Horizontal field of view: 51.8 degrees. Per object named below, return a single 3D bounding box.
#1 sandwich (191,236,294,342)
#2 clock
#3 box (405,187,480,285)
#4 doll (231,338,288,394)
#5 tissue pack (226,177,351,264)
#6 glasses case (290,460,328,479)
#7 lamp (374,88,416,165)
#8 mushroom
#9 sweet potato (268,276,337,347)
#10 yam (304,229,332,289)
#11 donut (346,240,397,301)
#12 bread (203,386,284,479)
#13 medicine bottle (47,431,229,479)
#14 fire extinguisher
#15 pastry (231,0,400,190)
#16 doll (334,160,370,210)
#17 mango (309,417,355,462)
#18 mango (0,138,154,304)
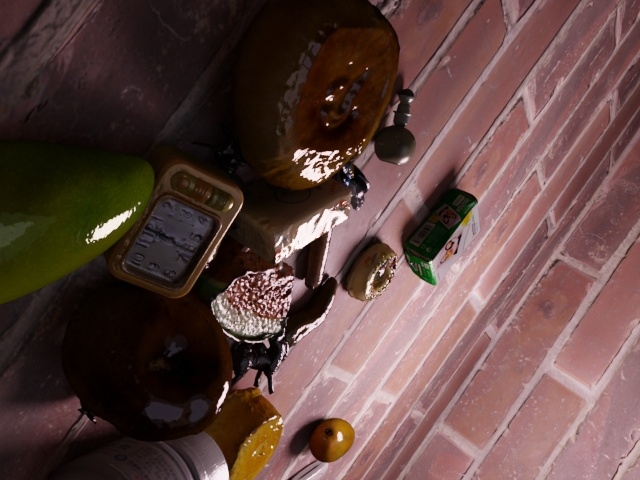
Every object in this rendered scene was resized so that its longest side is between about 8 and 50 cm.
[{"bbox_3d":[-0.150,0.090,1.258,0.292,0.109,0.212,6,107,-60],"label":"sandwich"},{"bbox_3d":[-0.223,-0.027,0.990,0.143,0.096,0.202,25,103,-36],"label":"clock"},{"bbox_3d":[0.354,-0.012,1.892,0.250,0.103,0.180,-48,150,-13],"label":"box"},{"bbox_3d":[-0.137,0.259,1.455,0.139,0.057,0.165,15,99,-31],"label":"doll"},{"bbox_3d":[-0.062,-0.056,1.194,0.196,0.148,0.092,-34,141,-34],"label":"tissue pack"},{"bbox_3d":[-0.047,0.769,2.119,0.197,0.049,0.076,-17,132,-48],"label":"glasses case"},{"bbox_3d":[0.171,-0.247,1.428,0.091,0.091,0.163,7,97,-58],"label":"lamp"},{"bbox_3d":[-0.287,0.181,1.063,0.267,0.254,0.267,-18,113,-51],"label":"mushroom"},{"bbox_3d":[-0.032,0.180,1.560,0.233,0.062,0.081,-40,146,-31],"label":"sweet potato"},{"bbox_3d":[0.000,0.000,1.441,0.046,0.046,0.264,-27,140,-40],"label":"yam"},{"bbox_3d":[0.139,0.086,1.708,0.174,0.068,0.175,-35,143,-31],"label":"donut"},{"bbox_3d":[-0.196,0.456,1.502,0.268,0.145,0.268,-42,151,-30],"label":"bread"},{"bbox_3d":[-0.335,0.486,1.225,0.306,0.245,0.245,-6,124,-64],"label":"medicine bottle"},{"bbox_3d":[-0.180,-0.069,1.075,0.106,0.075,0.252,-8,127,-63],"label":"fire extinguisher"},{"bbox_3d":[-0.011,-0.247,1.066,0.356,0.163,0.356,-39,148,-30],"label":"pastry"},{"bbox_3d":[0.064,-0.126,1.385,0.195,0.070,0.096,57,33,-55],"label":"doll"},{"bbox_3d":[0.038,0.616,2.038,0.139,0.113,0.253,-59,158,-3],"label":"mango"},{"bbox_3d":[-0.346,-0.034,0.794,0.343,0.156,0.192,-30,151,-45],"label":"mango"}]
